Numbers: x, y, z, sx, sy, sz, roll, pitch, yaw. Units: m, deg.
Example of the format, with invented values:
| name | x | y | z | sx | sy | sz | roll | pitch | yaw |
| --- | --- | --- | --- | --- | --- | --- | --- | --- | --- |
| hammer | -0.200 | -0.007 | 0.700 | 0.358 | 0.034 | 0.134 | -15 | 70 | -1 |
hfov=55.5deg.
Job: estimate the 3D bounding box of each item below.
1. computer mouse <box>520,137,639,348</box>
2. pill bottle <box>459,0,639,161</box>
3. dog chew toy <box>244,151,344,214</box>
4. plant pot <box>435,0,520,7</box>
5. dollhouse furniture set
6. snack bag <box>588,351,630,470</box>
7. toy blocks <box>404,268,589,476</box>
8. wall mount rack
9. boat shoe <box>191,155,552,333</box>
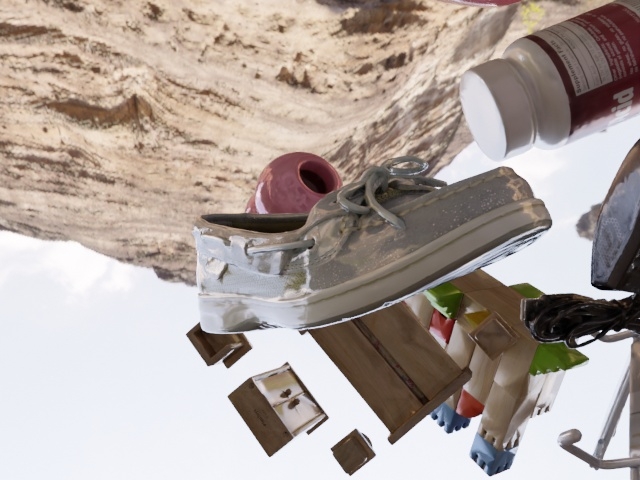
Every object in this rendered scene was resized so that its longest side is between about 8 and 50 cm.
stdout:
| name | x | y | z | sx | sy | sz | roll | pitch | yaw |
| --- | --- | --- | --- | --- | --- | --- | --- | --- | --- |
| computer mouse | 0.303 | -0.017 | 0.558 | 0.189 | 0.272 | 0.072 | 0 | -140 | -12 |
| pill bottle | 0.488 | -0.308 | 1.169 | 0.393 | 0.224 | 0.223 | -22 | -101 | -2 |
| dog chew toy | -0.084 | -0.058 | 1.419 | 0.207 | 0.332 | 0.206 | 16 | -126 | -24 |
| plant pot | 0.148 | -0.364 | 0.616 | 0.243 | 0.275 | 0.274 | -9 | -109 | -55 |
| dollhouse furniture set | 0.045 | 0.134 | 0.887 | 0.356 | 0.174 | 0.303 | -42 | -104 | 8 |
| snack bag | 0.665 | 0.291 | 1.301 | 0.037 | 0.343 | 0.322 | 22 | -74 | 27 |
| toy blocks | 0.236 | 0.191 | 0.995 | 0.191 | 0.381 | 0.260 | -6 | -62 | -32 |
| wall mount rack | 0.437 | 0.147 | 0.738 | 0.131 | 0.304 | 0.349 | 33 | -127 | -14 |
| boat shoe | 0.001 | 0.000 | 0.425 | 0.118 | 0.321 | 0.102 | -16 | -90 | -37 |
